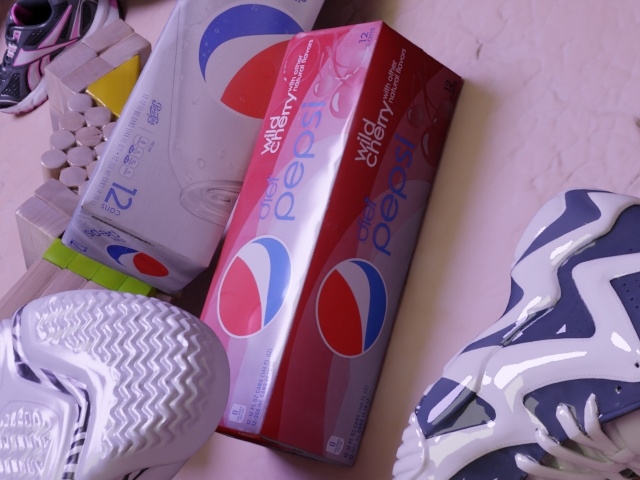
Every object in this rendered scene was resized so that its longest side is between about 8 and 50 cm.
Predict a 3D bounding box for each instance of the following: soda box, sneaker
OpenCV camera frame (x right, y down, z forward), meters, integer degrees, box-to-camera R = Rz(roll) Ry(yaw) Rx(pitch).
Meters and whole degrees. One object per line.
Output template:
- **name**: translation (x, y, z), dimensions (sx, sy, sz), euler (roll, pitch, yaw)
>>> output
- **soda box**: translation (-0.073, -0.112, 0.852), dimensions (0.286, 0.091, 0.098), euler (-68, 12, -21)
- **soda box**: translation (0.000, 0.000, 0.775), dimensions (0.092, 0.083, 0.263), euler (2, 72, 48)
- **sneaker**: translation (-0.144, 0.158, 0.744), dimensions (0.366, 0.210, 0.137), euler (-32, 49, 30)
- **sneaker**: translation (-0.272, -0.193, 1.177), dimensions (0.178, 0.077, 0.072), euler (-36, 46, 29)
- **sneaker**: translation (0.131, 0.092, 0.574), dimensions (0.235, 0.094, 0.153), euler (-58, 30, -9)

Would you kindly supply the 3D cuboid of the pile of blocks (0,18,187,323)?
- **pile of blocks**: translation (-0.158, -0.005, 0.953), dimensions (0.113, 0.149, 0.362), euler (96, 179, -53)
